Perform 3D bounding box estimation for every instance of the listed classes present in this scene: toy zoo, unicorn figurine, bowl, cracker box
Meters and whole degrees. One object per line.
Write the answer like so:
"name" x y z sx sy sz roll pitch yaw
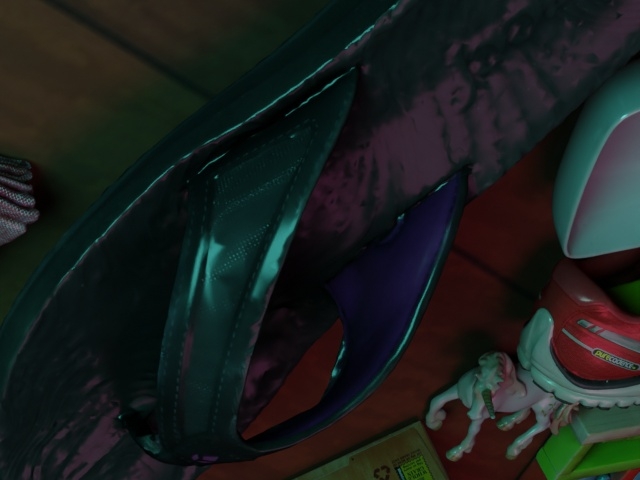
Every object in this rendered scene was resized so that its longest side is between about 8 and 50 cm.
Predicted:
"toy zoo" 0.228 0.222 1.427 0.192 0.030 0.293 -5 141 -30
"unicorn figurine" 0.125 0.110 1.182 0.162 0.060 0.111 -18 150 -43
"bowl" 0.201 -0.060 0.988 0.142 0.053 0.142 -13 145 -19
"cracker box" 0.037 0.237 1.281 0.156 0.067 0.232 -25 148 -1

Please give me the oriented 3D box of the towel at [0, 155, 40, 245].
"towel" -0.313 0.056 0.811 0.237 0.037 0.329 13 131 -44

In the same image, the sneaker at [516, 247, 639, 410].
"sneaker" 0.264 0.034 1.126 0.279 0.107 0.118 -13 136 -25

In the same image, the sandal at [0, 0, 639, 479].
"sandal" -0.001 -0.002 0.817 0.446 0.107 0.167 -46 133 15
